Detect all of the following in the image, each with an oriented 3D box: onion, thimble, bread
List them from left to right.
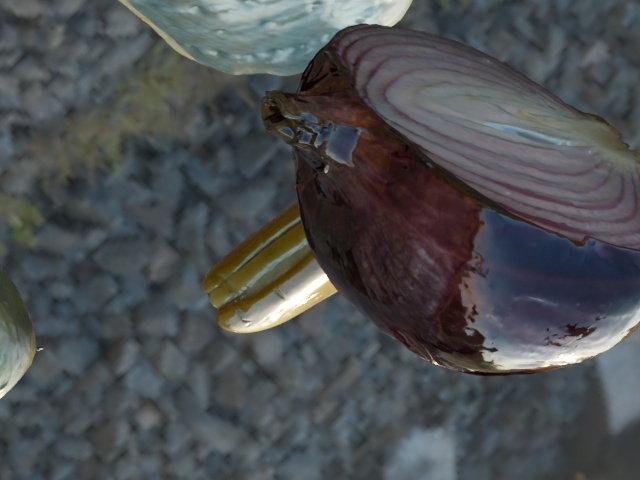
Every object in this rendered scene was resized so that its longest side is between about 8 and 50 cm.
[{"bbox_3d":[-0.053,-0.281,1.400,0.291,0.291,0.195,-46,153,1],"label":"thimble"},{"bbox_3d":[0.000,0.000,1.522,0.200,0.077,0.116,-36,167,37],"label":"bread"},{"bbox_3d":[0.043,-0.009,0.758,0.151,0.206,0.098,5,117,-22],"label":"onion"}]

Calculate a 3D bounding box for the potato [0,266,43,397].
[{"bbox_3d":[-0.308,0.056,1.471,0.113,0.149,0.251,-26,150,31],"label":"potato"}]
